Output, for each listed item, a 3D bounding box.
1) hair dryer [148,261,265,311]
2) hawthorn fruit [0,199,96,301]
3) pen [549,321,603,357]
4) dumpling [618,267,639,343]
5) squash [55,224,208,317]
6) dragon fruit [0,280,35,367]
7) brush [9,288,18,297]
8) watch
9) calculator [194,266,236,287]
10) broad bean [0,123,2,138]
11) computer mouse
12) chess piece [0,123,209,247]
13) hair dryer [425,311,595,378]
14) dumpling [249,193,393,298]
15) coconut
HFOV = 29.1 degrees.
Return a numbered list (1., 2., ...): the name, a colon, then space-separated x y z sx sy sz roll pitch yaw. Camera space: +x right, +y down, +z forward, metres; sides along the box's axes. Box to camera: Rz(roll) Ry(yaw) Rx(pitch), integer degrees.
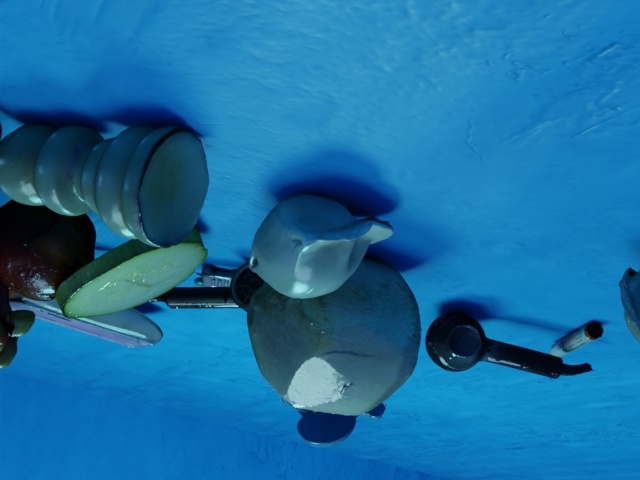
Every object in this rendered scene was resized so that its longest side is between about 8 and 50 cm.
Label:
1. hair dryer: -0.149 0.093 1.916 0.248 0.078 0.195 1 162 18
2. hawthorn fruit: -0.396 0.002 1.699 0.172 0.148 0.148 30 161 -7
3. pen: 0.383 0.155 1.879 0.026 0.026 0.218 12 165 -4
4. dumpling: 0.444 0.106 1.419 0.247 0.172 0.142 15 134 -33
5. squash: -0.260 0.041 1.697 0.219 0.041 0.219 -25 165 -7
6. dragon fruit: -0.550 0.068 1.798 0.243 0.228 0.307 6 -151 -20
7. brush: -0.549 0.065 2.144 0.051 0.070 0.323 17 163 -34
8. watch: 0.018 0.243 2.219 0.211 0.211 0.193 8 146 11
9. calculator: -0.155 0.068 1.969 0.094 0.019 0.141 9 164 -2
10. broad bean: -0.409 -0.107 1.447 0.075 0.067 0.325 -2 171 -12
11. computer mouse: -0.440 0.130 2.285 0.310 0.072 0.158 20 163 -27
12. chess piece: -0.258 -0.076 1.369 0.243 0.133 0.133 11 166 27
13. hair dryer: 0.289 0.184 1.912 0.271 0.091 0.235 17 173 -1
14. dumpling: 0.000 0.000 1.480 0.151 0.124 0.229 -21 -173 -28
15. coconut: 0.009 0.120 1.664 0.230 0.227 0.227 11 166 -25
